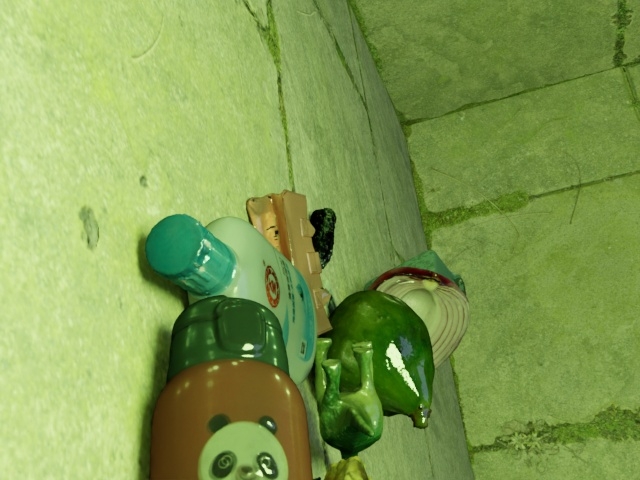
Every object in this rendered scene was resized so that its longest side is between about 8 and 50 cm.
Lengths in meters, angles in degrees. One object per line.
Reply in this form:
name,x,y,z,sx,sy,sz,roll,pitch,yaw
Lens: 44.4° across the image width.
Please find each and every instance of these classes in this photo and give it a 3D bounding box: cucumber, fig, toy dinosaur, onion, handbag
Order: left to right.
handbag,-0.039,0.037,1.144,0.157,0.059,0.213,-1,79,-76
cucumber,0.000,0.000,1.381,0.182,0.053,0.053,-81,154,-54
toy dinosaur,0.038,0.285,1.023,0.447,0.087,0.301,-94,-178,-85
fig,0.108,0.192,1.221,0.245,0.195,0.195,36,-21,46
onion,0.161,0.183,1.588,0.284,0.227,0.120,-64,-165,10

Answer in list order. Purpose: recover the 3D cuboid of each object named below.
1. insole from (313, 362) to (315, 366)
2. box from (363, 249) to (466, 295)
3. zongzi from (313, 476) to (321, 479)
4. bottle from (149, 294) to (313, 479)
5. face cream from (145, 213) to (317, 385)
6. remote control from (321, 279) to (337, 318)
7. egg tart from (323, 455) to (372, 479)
insole,0.018,0.244,1.221,0.086,0.005,0.253,57,-7,49
box,0.201,0.132,1.720,0.130,0.226,0.162,55,19,-19
zongzi,-0.039,0.300,0.902,0.073,0.067,0.083,27,48,-18
bottle,-0.077,0.205,0.648,0.144,0.143,0.336,59,19,-52
face cream,-0.087,0.058,0.867,0.337,0.080,0.163,51,33,-63
remote control,0.026,0.167,1.347,0.087,0.029,0.190,-68,143,-68
egg tart,0.052,0.384,0.867,0.295,0.116,0.295,-177,-90,-87
